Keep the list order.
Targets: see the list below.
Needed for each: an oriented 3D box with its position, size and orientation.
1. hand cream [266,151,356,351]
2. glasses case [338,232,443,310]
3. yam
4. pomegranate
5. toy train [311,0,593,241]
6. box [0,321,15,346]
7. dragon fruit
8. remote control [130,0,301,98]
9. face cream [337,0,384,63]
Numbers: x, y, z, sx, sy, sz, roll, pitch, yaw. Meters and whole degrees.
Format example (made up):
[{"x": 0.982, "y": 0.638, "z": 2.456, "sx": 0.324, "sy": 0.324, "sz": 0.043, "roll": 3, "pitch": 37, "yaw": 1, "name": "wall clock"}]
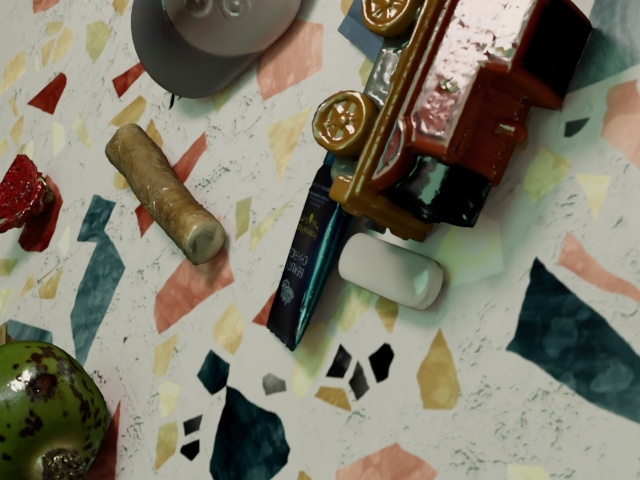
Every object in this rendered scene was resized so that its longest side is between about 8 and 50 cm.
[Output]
[{"x": 0.000, "y": 0.000, "z": 1.440, "sx": 0.270, "sy": 0.061, "sz": 0.120, "roll": -70, "pitch": 23, "yaw": 5, "name": "hand cream"}, {"x": 0.079, "y": 0.035, "z": 1.344, "sx": 0.164, "sy": 0.041, "sz": 0.063, "roll": 20, "pitch": 90, "yaw": 51, "name": "glasses case"}, {"x": -0.235, "y": -0.075, "z": 1.735, "sx": 0.081, "sy": 0.081, "sz": 0.356, "roll": -57, "pitch": 41, "yaw": 11, "name": "yam"}, {"x": -0.420, "y": 0.272, "z": 1.652, "sx": 0.270, "sy": 0.254, "sz": 0.254, "roll": 26, "pitch": 92, "yaw": 42, "name": "pomegranate"}, {"x": 0.149, "y": -0.174, "z": 1.283, "sx": 0.231, "sy": 0.163, "sz": 0.369, "roll": 21, "pitch": 88, "yaw": 43, "name": "toy train"}, {"x": -0.541, "y": 0.220, "z": 1.924, "sx": 0.111, "sy": 0.111, "sz": 0.177, "roll": -45, "pitch": 40, "yaw": 25, "name": "box"}, {"x": -0.524, "y": -0.064, "z": 2.059, "sx": 0.106, "sy": 0.083, "sz": 0.162, "roll": 12, "pitch": 62, "yaw": 32, "name": "dragon fruit"}, {"x": -0.158, "y": -0.355, "z": 1.726, "sx": 0.332, "sy": 0.103, "sz": 0.221, "roll": -38, "pitch": 76, "yaw": 32, "name": "remote control"}, {"x": 0.146, "y": -0.405, "z": 1.458, "sx": 0.385, "sy": 0.086, "sz": 0.135, "roll": -59, "pitch": 39, "yaw": 17, "name": "face cream"}]
